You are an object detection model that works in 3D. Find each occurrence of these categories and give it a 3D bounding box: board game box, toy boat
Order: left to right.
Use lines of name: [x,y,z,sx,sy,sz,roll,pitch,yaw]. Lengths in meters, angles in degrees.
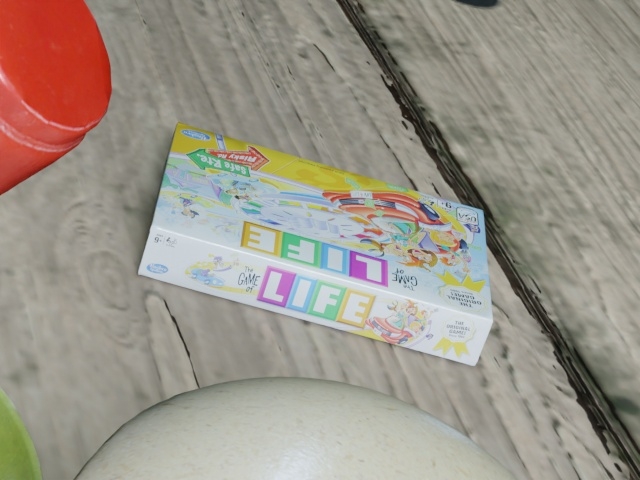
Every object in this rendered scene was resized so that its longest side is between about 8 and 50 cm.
toy boat: [-0.054,0.088,0.440,0.318,0.148,0.267,61,30,-13]
board game box: [0.000,0.000,0.829,0.154,0.026,0.103,16,29,-7]

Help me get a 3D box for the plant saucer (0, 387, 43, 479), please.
plant saucer: [-0.206,0.076,0.559,0.241,0.037,0.241,14,29,-8]
